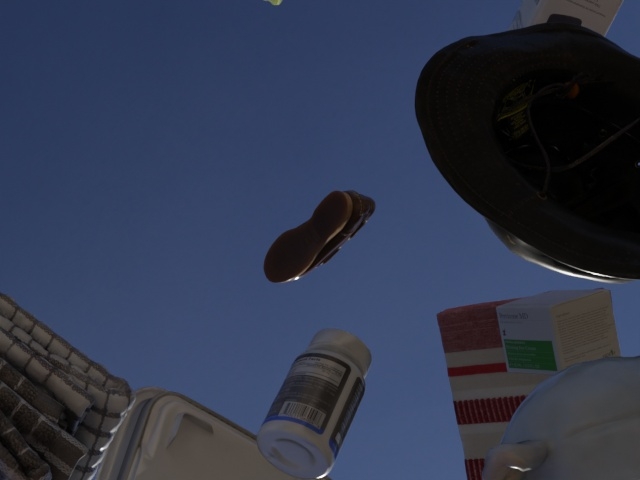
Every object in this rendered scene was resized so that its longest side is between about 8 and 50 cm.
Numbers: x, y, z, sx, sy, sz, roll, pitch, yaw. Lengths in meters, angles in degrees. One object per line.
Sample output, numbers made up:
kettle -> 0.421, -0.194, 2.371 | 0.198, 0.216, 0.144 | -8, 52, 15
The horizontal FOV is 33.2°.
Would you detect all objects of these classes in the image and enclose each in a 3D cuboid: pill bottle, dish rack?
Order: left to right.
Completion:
dish rack -> -0.101, 0.334, 1.195 | 0.333, 0.072, 0.285 | 34, -130, -26
pill bottle -> -0.002, 0.155, 1.044 | 0.078, 0.078, 0.137 | 42, -134, -14

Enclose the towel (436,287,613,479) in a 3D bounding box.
towel -> 0.298, 0.237, 1.444 | 0.037, 0.237, 0.328 | -17, -83, -64

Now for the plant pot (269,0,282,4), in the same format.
plant pot -> -0.086, -0.487, 1.530 | 0.276, 0.276, 0.253 | 23, -80, -23

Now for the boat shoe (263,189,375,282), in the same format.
boat shoe -> 0.000, 0.000, 1.596 | 0.073, 0.207, 0.073 | 2, -122, -47

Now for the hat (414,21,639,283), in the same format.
hat -> 0.228, -0.044, 0.935 | 0.332, 0.134, 0.331 | 7, -135, -8

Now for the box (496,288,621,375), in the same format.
box -> 0.287, 0.110, 1.297 | 0.102, 0.101, 0.087 | -12, -87, -31

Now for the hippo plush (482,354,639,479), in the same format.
hippo plush -> 0.194, 0.078, 0.524 | 0.237, 0.234, 0.294 | -34, -125, 3

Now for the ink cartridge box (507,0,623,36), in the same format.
ink cartridge box -> 0.321, -0.288, 1.469 | 0.100, 0.237, 0.172 | 23, -155, -3

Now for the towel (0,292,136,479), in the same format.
towel -> -0.309, 0.137, 0.767 | 0.284, 0.235, 0.121 | 36, -156, 3
